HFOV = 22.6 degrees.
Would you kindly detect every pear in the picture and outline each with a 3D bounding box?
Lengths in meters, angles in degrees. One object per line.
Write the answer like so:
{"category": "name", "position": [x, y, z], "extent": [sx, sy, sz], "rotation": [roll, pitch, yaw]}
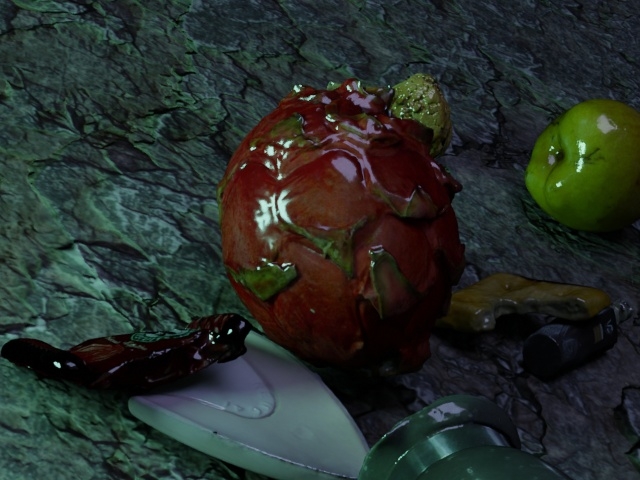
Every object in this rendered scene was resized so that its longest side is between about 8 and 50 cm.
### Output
{"category": "pear", "position": [0.392, -0.104, 2.253], "extent": [0.200, 0.200, 0.200], "rotation": [15, 32, -10]}

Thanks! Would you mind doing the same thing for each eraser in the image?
{"category": "eraser", "position": [-0.049, 0.197, 1.655], "extent": [0.243, 0.059, 0.204], "rotation": [32, 33, 23]}

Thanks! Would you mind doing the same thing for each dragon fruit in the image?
{"category": "dragon fruit", "position": [0.022, -0.010, 1.773], "extent": [0.277, 0.343, 0.277], "rotation": [2, -4, 0]}

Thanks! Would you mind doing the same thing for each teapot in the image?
{"category": "teapot", "position": [0.184, 0.274, 1.539], "extent": [0.305, 0.223, 0.285], "rotation": [2, 30, -24]}

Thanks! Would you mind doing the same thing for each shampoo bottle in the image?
{"category": "shampoo bottle", "position": [0.326, 0.114, 2.005], "extent": [0.063, 0.057, 0.207], "rotation": [13, 21, 36]}

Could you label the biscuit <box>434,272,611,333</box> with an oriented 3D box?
{"category": "biscuit", "position": [0.236, 0.082, 1.962], "extent": [0.174, 0.039, 0.183], "rotation": [13, 22, 41]}

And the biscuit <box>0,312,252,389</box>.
{"category": "biscuit", "position": [-0.192, 0.115, 1.648], "extent": [0.235, 0.063, 0.151], "rotation": [-11, 11, -30]}

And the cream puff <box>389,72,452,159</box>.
{"category": "cream puff", "position": [0.125, -0.168, 2.244], "extent": [0.104, 0.133, 0.119], "rotation": [-13, 56, -38]}
